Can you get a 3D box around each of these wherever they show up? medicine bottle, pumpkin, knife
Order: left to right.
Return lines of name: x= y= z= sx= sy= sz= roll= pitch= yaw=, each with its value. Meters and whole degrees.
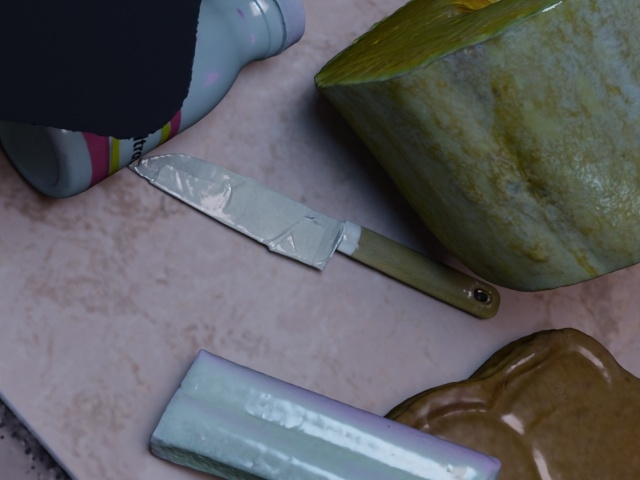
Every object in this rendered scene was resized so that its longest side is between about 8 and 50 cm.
medicine bottle: x=-0.109 y=-0.114 z=1.087 sx=0.217 sy=0.090 sz=0.090 roll=-35 pitch=94 yaw=-30
knife: x=0.001 y=0.000 z=1.155 sx=0.298 sy=0.017 sz=0.047 roll=25 pitch=73 yaw=-20
pumpkin: x=0.181 y=-0.105 z=1.124 sx=0.332 sy=0.332 sz=0.199 roll=-32 pitch=105 yaw=-30

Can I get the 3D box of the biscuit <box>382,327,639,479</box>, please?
biscuit: x=0.140 y=0.244 z=1.138 sx=0.381 sy=0.074 sz=0.358 roll=-4 pitch=76 yaw=-31

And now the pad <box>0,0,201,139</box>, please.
pad: x=-0.217 y=-0.232 z=0.935 sx=0.063 sy=0.376 sz=0.314 roll=-17 pitch=116 yaw=-70

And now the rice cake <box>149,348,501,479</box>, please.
rice cake: x=0.004 y=0.139 z=1.062 sx=0.222 sy=0.042 sz=0.080 roll=20 pitch=62 yaw=5
